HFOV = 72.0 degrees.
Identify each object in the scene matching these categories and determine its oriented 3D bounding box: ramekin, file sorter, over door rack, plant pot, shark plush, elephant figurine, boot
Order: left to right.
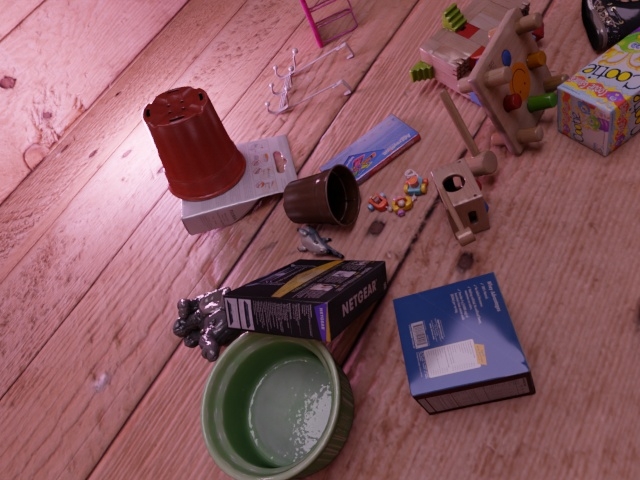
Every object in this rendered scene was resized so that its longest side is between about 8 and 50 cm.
[{"bbox_3d":[-0.403,-0.311,1.376,0.273,0.265,0.272,-6,50,7],"label":"plant pot"},{"bbox_3d":[-0.243,0.203,1.086,0.240,0.170,0.185,-10,67,47],"label":"elephant figurine"},{"bbox_3d":[-0.079,0.338,0.912,0.304,0.148,0.303,-12,56,18],"label":"ramekin"},{"bbox_3d":[-0.047,-0.609,1.616,0.325,0.108,0.239,-9,55,23],"label":"over door rack"},{"bbox_3d":[-0.004,-0.114,1.209,0.165,0.167,0.166,-4,56,35],"label":"plant pot"},{"bbox_3d":[0.000,0.000,1.191,0.067,0.073,0.161,-29,33,-35],"label":"shark plush"},{"bbox_3d":[0.008,-0.960,1.718,0.183,0.290,0.202,-22,50,11],"label":"file sorter"},{"bbox_3d":[0.805,-0.617,1.169,0.179,0.085,0.236,-7,61,22],"label":"boot"}]

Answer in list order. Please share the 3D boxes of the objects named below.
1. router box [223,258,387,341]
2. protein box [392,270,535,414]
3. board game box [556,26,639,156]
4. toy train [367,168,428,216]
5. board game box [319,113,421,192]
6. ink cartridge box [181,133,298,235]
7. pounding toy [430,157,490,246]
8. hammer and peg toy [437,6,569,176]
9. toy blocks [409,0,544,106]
[{"bbox_3d":[-0.019,0.115,0.970,0.243,0.309,0.080,0,102,29],"label":"router box"},{"bbox_3d":[0.268,0.198,0.842,0.201,0.136,0.199,-19,50,17],"label":"protein box"},{"bbox_3d":[0.699,-0.348,0.992,0.275,0.144,0.142,-37,48,2],"label":"board game box"},{"bbox_3d":[0.204,-0.132,1.175,0.166,0.046,0.125,-42,48,-3],"label":"toy train"},{"bbox_3d":[0.143,-0.257,1.312,0.281,0.027,0.145,-37,46,1],"label":"board game box"},{"bbox_3d":[-0.274,-0.199,1.488,0.386,0.091,0.308,-14,49,-2],"label":"ink cartridge box"},{"bbox_3d":[0.324,-0.082,0.981,0.094,0.181,0.205,-21,50,14],"label":"pounding toy"},{"bbox_3d":[0.443,-0.343,1.052,0.127,0.266,0.361,7,59,54],"label":"hammer and peg toy"},{"bbox_3d":[0.484,-0.555,1.261,0.381,0.190,0.261,-42,60,-3],"label":"toy blocks"}]
